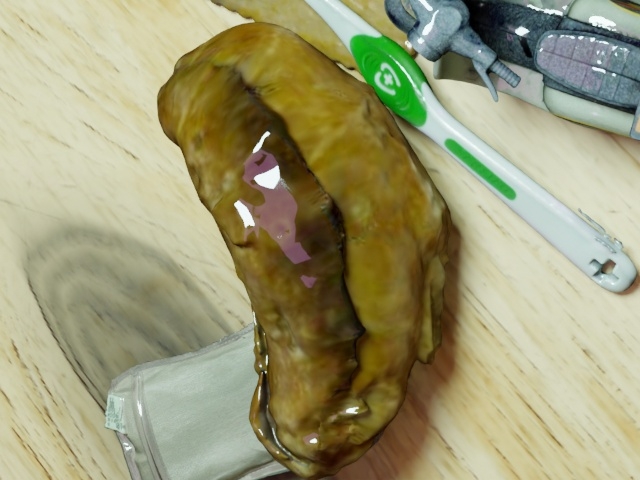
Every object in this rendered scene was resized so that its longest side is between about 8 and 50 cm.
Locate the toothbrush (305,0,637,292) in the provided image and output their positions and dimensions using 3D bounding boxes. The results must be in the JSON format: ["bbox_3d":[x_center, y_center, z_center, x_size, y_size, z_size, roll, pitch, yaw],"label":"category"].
[{"bbox_3d":[0.061,-0.110,1.003,0.418,0.040,0.042,41,137,9],"label":"toothbrush"}]

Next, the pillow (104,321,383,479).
[{"bbox_3d":[-0.064,0.131,1.097,0.233,0.038,0.130,-26,82,23],"label":"pillow"}]

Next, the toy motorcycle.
[{"bbox_3d":[0.149,-0.122,0.900,0.263,0.157,0.090,21,103,20],"label":"toy motorcycle"}]

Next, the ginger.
[{"bbox_3d":[0.000,0.000,0.979,0.172,0.165,0.321,-16,88,20],"label":"ginger"}]

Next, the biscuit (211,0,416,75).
[{"bbox_3d":[0.000,-0.260,1.031,0.237,0.013,0.232,28,108,19],"label":"biscuit"}]
